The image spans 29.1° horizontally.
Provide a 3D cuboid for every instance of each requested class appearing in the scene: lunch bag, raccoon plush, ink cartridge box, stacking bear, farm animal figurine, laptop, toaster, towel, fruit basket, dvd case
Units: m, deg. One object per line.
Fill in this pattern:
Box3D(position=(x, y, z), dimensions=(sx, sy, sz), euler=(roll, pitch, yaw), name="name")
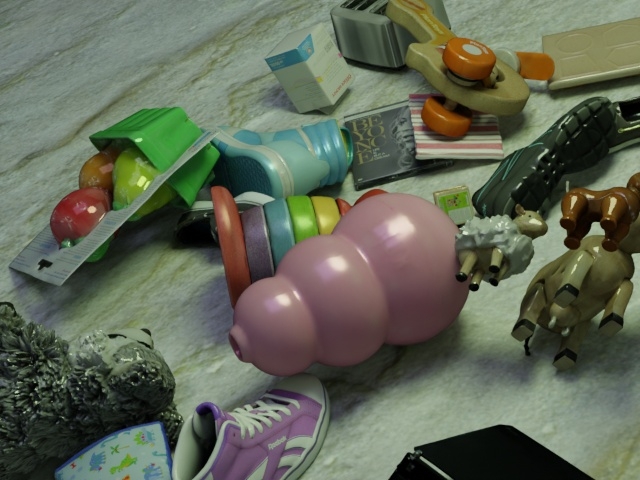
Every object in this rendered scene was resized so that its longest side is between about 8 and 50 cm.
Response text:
Box3D(position=(-0.244, 0.307, 1.525), dimensions=(0.151, 0.096, 0.129), euler=(-37, 35, 8), name="lunch bag")
Box3D(position=(-0.374, 0.285, 1.608), dimensions=(0.299, 0.216, 0.446), euler=(19, 71, 26), name="raccoon plush")
Box3D(position=(-0.014, -0.303, 2.229), dimensions=(0.090, 0.143, 0.092), euler=(-9, 32, 43), name="ink cartridge box")
Box3D(position=(0.000, 0.000, 1.798), dimensions=(0.289, 0.175, 0.164), euler=(-10, 53, -4), name="stacking bear")
Box3D(position=(0.375, 0.043, 1.520), dimensions=(0.326, 0.330, 0.172), euler=(-26, 26, 44), name="farm animal figurine")
Box3D(position=(0.184, 0.339, 1.375), dimensions=(0.234, 0.136, 0.264), euler=(30, 83, 47), name="laptop")
Box3D(position=(0.123, -0.404, 2.319), dimensions=(0.168, 0.110, 0.185), euler=(20, 51, 43), name="toaster")
Box3D(position=(0.221, -0.186, 2.034), dimensions=(0.144, 0.029, 0.197), euler=(0, 37, -1), name="towel")
Box3D(position=(-0.337, -0.059, 2.018), dimensions=(0.353, 0.165, 0.327), euler=(-52, 25, -15), name="fruit basket")
Box3D(position=(0.128, -0.171, 2.081), dimensions=(0.164, 0.018, 0.221), euler=(-14, 35, 5), name="dvd case")

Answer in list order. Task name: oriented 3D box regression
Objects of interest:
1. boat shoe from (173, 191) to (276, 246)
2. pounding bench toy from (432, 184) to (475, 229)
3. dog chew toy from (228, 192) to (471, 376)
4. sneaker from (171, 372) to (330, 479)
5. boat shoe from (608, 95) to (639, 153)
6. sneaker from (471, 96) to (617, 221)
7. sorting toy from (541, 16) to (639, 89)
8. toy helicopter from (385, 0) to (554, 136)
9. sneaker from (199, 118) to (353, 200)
Box3D(position=(-0.148, -0.023, 1.940), dimensions=(0.228, 0.080, 0.076), euler=(1, 47, 41), name="boat shoe")
Box3D(position=(0.202, -0.037, 1.844), dimensions=(0.052, 0.083, 0.065), euler=(-13, 4, 4), name="pounding bench toy")
Box3D(position=(0.033, 0.070, 1.620), dimensions=(0.331, 0.207, 0.206), euler=(-24, 35, -21), name="dog chew toy")
Box3D(position=(-0.083, 0.231, 1.515), dimensions=(0.102, 0.161, 0.282), euler=(4, 40, 30), name="sneaker")
Box3D(position=(0.467, -0.186, 1.906), dimensions=(0.227, 0.069, 0.081), euler=(-12, 36, 9), name="boat shoe")
Box3D(position=(0.331, -0.125, 1.840), dimensions=(0.267, 0.101, 0.106), euler=(-42, 29, -13), name="sneaker")
Box3D(position=(0.481, -0.316, 2.110), dimensions=(0.193, 0.038, 0.208), euler=(-9, 32, 13), name="sorting toy")
Box3D(position=(0.231, -0.321, 2.072), dimensions=(0.235, 0.140, 0.355), euler=(-5, 40, -30), name="toy helicopter")
Box3D(position=(-0.067, -0.142, 2.056), dimensions=(0.208, 0.127, 0.319), euler=(-21, 27, -24), name="sneaker")
